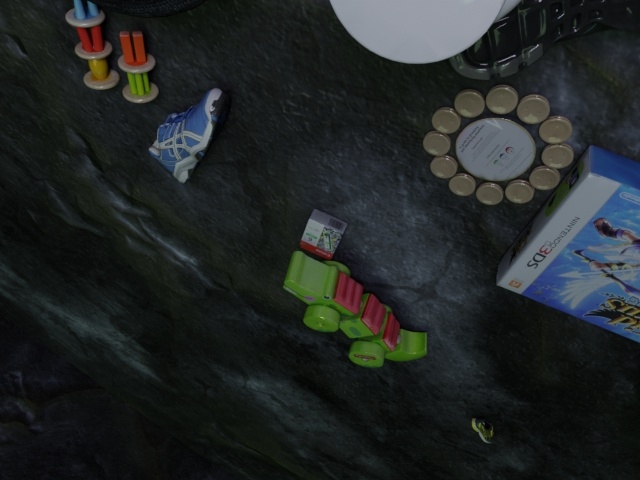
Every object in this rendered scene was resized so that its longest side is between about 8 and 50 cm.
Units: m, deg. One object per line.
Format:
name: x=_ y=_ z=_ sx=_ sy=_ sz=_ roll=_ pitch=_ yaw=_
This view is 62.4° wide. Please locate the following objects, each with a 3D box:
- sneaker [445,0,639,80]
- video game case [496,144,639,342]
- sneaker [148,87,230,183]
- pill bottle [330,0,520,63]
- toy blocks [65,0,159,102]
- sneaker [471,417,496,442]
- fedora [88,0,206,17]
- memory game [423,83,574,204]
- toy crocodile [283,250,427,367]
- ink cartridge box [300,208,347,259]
sneaker: x=0.238 y=-0.233 z=0.479 sx=0.268 sy=0.106 sz=0.101 roll=-13 pitch=125 yaw=13
video game case: x=0.413 y=0.026 z=0.695 sx=0.270 sy=0.061 sz=0.244 roll=22 pitch=142 yaw=5
sneaker: x=-0.205 y=-0.163 z=0.810 sx=0.081 sy=0.080 sz=0.211 roll=34 pitch=140 yaw=-15
pill bottle: x=0.098 y=-0.247 z=0.390 sx=0.153 sy=0.272 sz=0.152 roll=16 pitch=140 yaw=14
toy blocks: x=-0.295 y=-0.281 z=0.748 sx=0.123 sy=0.054 sz=0.148 roll=20 pitch=141 yaw=9
sneaker: x=0.377 y=0.432 z=1.196 sx=0.083 sy=0.031 sz=0.035 roll=43 pitch=138 yaw=-20
fedora: x=-0.179 y=-0.381 z=0.490 sx=0.334 sy=0.152 sz=0.333 roll=17 pitch=141 yaw=14
memory game: x=0.224 y=-0.117 z=0.677 sx=0.186 sy=0.012 sz=0.186 roll=16 pitch=141 yaw=13
toy crocodile: x=0.066 y=0.130 z=0.951 sx=0.105 sy=0.115 sz=0.340 roll=-19 pitch=131 yaw=41
ink cartridge box: x=0.000 y=0.000 z=0.919 sx=0.063 sy=0.029 sz=0.115 roll=25 pitch=141 yaw=1
